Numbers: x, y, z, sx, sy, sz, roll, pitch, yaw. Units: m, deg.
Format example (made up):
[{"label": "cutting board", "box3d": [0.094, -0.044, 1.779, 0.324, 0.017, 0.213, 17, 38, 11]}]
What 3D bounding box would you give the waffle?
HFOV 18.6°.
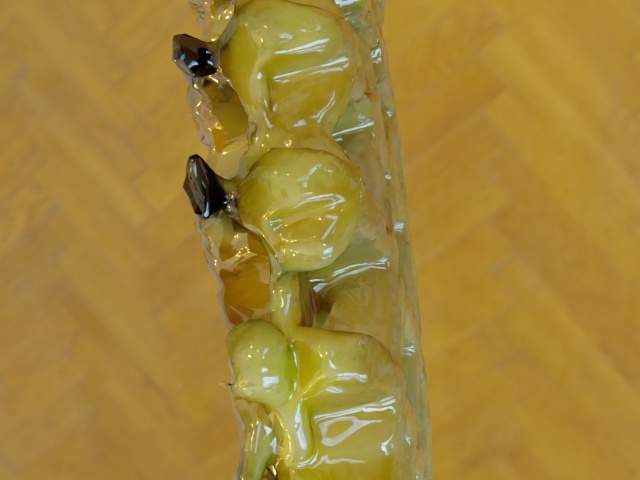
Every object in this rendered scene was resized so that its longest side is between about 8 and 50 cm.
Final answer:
[{"label": "waffle", "box3d": [0.002, 0.011, 0.669, 0.062, 0.329, 0.329, -7, 123, 4]}]
